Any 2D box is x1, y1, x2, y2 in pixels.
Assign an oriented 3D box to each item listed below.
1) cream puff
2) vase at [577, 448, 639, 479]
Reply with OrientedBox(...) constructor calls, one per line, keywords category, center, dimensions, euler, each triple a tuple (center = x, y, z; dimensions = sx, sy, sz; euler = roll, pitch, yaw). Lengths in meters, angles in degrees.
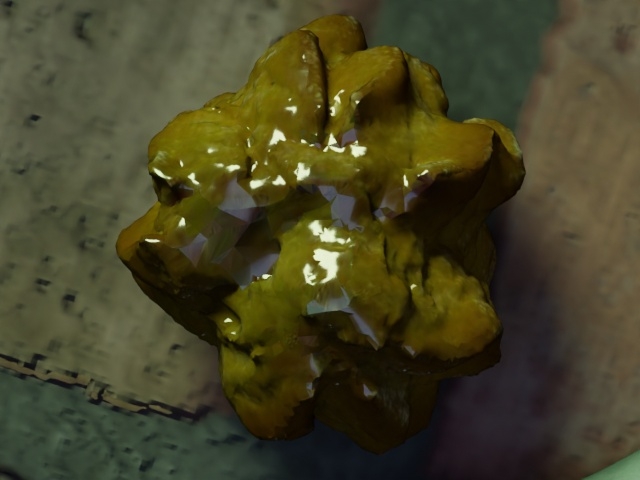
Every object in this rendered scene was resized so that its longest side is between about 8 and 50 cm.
OrientedBox(category="cream puff", center=(0.000, 0.000, 0.549), dimensions=(0.116, 0.094, 0.122), euler=(-3, 102, 11))
OrientedBox(category="vase", center=(0.040, 0.111, 0.570), dimensions=(0.214, 0.086, 0.086), euler=(-26, 94, 6))
